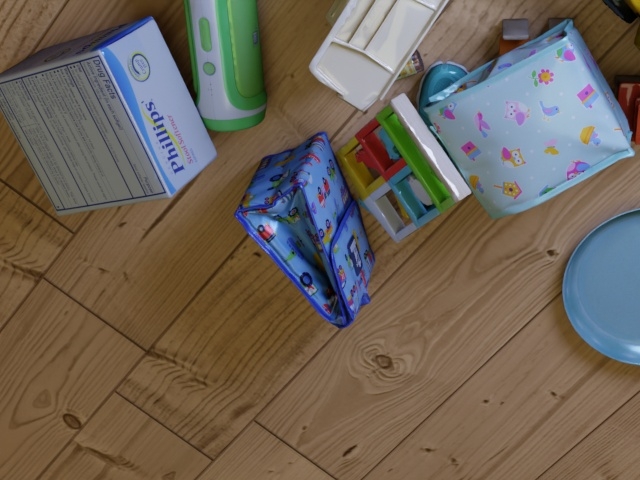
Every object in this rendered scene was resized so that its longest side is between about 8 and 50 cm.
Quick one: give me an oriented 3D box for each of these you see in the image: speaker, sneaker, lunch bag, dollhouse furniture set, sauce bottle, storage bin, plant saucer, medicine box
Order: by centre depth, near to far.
[{"bbox_3d":[0.100,-0.364,1.788,0.123,0.262,0.260,30,116,-10],"label":"storage bin"},{"bbox_3d":[0.316,-0.177,1.794,0.262,0.160,0.223,-28,104,24],"label":"lunch bag"},{"bbox_3d":[0.400,-0.214,1.887,0.259,0.135,0.262,1,116,8],"label":"dollhouse furniture set"},{"bbox_3d":[-0.158,-0.335,1.910,0.131,0.131,0.296,0,116,9],"label":"speaker"},{"bbox_3d":[-0.363,-0.201,1.948,0.289,0.149,0.263,-7,117,36],"label":"medicine box"},{"bbox_3d":[0.108,-0.280,1.950,0.128,0.042,0.042,-20,112,16],"label":"sauce bottle"},{"bbox_3d":[0.204,-0.164,1.956,0.107,0.110,0.275,8,116,5],"label":"sneaker"},{"bbox_3d":[0.000,0.000,2.002,0.138,0.221,0.293,-22,112,21],"label":"lunch bag"},{"bbox_3d":[0.586,0.076,2.056,0.318,0.043,0.317,3,116,6],"label":"plant saucer"}]

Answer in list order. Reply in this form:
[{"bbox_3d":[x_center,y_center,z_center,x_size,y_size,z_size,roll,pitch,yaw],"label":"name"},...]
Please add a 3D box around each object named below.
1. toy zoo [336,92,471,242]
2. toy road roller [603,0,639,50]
[{"bbox_3d":[0.123,-0.106,1.941,0.192,0.030,0.293,56,154,2],"label":"toy zoo"},{"bbox_3d":[0.552,-0.323,1.643,0.329,0.240,0.202,41,104,-19],"label":"toy road roller"}]
